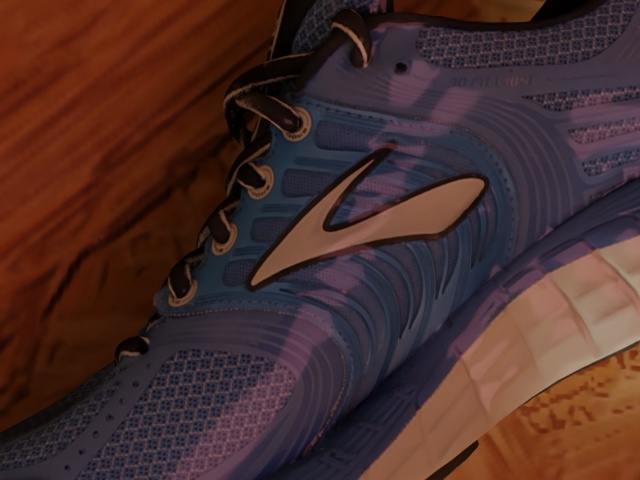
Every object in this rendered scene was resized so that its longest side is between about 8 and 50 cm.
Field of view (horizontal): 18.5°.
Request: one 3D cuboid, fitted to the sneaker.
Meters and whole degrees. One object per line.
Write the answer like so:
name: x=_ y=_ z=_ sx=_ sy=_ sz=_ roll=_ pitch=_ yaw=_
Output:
sneaker: x=0.000 y=0.000 z=0.605 sx=0.330 sy=0.130 sz=0.147 roll=-32 pitch=98 yaw=-13
